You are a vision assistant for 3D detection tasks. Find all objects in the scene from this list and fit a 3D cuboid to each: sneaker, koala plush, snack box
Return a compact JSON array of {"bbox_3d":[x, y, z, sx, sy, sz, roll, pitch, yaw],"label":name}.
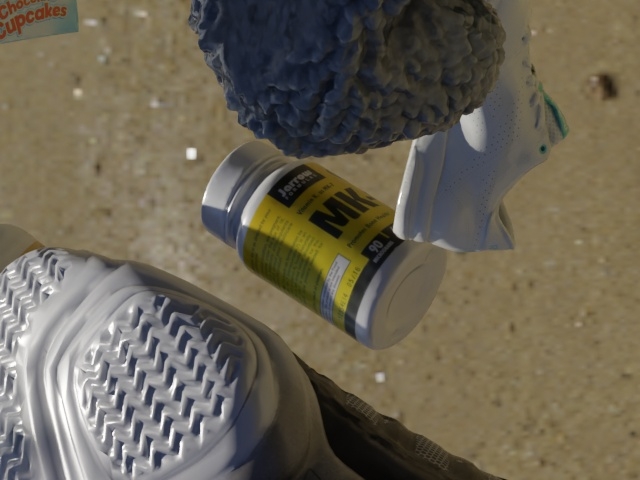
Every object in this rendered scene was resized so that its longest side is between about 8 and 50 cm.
[{"bbox_3d":[0.111,-0.092,1.080,0.094,0.080,0.212,14,115,1],"label":"sneaker"},{"bbox_3d":[0.070,-0.151,0.485,0.203,0.221,0.196,-46,63,37],"label":"koala plush"},{"bbox_3d":[-0.419,-0.270,1.923,0.322,0.187,0.060,27,125,51],"label":"snack box"},{"bbox_3d":[0.019,0.092,0.522,0.268,0.153,0.101,34,103,30],"label":"sneaker"}]

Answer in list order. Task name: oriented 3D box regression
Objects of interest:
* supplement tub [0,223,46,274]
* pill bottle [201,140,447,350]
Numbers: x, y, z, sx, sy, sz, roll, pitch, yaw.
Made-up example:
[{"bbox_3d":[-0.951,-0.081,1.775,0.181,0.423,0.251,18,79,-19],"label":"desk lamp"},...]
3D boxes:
[{"bbox_3d":[-0.299,0.127,1.731,0.316,0.228,0.228,40,124,-3],"label":"supplement tub"},{"bbox_3d":[0.000,0.000,1.598,0.208,0.119,0.119,32,114,25],"label":"pill bottle"}]
